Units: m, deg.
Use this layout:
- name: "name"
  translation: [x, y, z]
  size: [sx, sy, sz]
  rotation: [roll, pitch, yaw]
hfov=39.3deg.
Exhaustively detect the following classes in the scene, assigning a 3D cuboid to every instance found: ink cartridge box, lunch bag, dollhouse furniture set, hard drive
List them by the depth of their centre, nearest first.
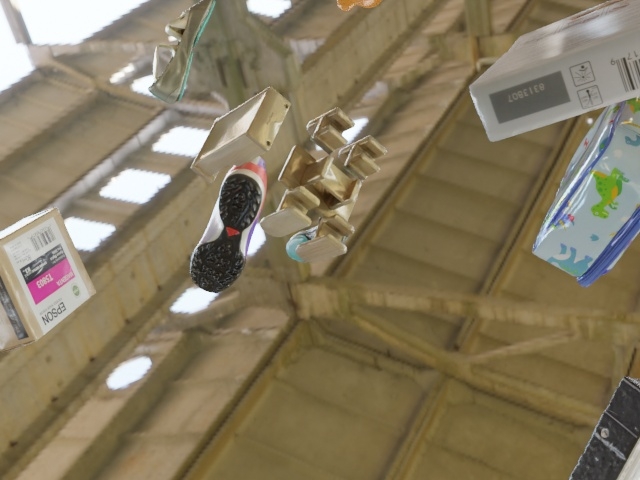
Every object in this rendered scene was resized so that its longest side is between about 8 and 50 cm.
- name: "ink cartridge box"
  translation: [0.243, -0.162, 0.754]
  size: [0.189, 0.066, 0.232]
  rotation: [-17, -169, 28]
- name: "lunch bag"
  translation: [0.304, -0.066, 0.931]
  size: [0.090, 0.176, 0.219]
  rotation: [32, -139, 6]
- name: "hard drive"
  translation: [0.374, 0.332, 1.051]
  size: [0.236, 0.339, 0.064]
  rotation: [15, -165, -32]
- name: "dollhouse furniture set"
  translation: [-0.053, -0.106, 1.419]
  size: [0.161, 0.242, 0.212]
  rotation: [-20, -141, 49]
- name: "ink cartridge box"
  translation: [-0.540, 0.067, 1.669]
  size: [0.088, 0.193, 0.235]
  rotation: [-17, -166, 19]

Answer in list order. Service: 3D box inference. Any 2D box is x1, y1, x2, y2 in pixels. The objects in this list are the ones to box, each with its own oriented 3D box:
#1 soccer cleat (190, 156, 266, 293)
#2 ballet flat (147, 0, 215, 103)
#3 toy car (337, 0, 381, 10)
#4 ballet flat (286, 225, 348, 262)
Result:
- name: "soccer cleat"
  translation: [-0.179, -0.028, 1.814]
  size: [0.108, 0.318, 0.116]
  rotation: [22, -145, -2]
- name: "ballet flat"
  translation: [-0.241, -0.338, 1.536]
  size: [0.072, 0.068, 0.213]
  rotation: [-26, -135, 67]
- name: "toy car"
  translation: [0.000, -0.406, 1.247]
  size: [0.219, 0.210, 0.238]
  rotation: [-15, -112, -48]
- name: "ballet flat"
  translation: [0.000, 0.000, 1.828]
  size: [0.070, 0.070, 0.188]
  rotation: [-37, -170, -33]
